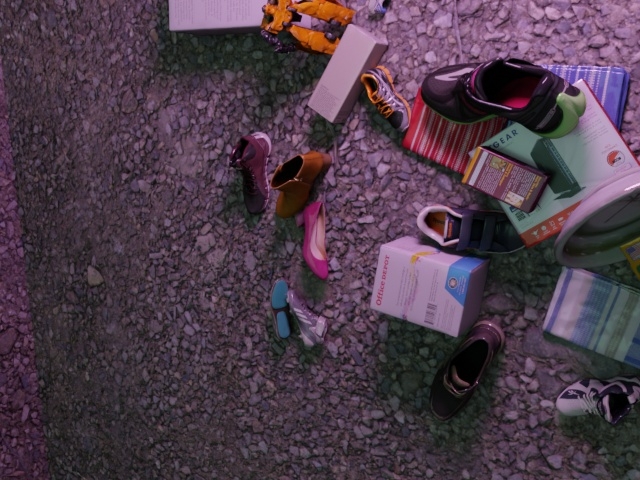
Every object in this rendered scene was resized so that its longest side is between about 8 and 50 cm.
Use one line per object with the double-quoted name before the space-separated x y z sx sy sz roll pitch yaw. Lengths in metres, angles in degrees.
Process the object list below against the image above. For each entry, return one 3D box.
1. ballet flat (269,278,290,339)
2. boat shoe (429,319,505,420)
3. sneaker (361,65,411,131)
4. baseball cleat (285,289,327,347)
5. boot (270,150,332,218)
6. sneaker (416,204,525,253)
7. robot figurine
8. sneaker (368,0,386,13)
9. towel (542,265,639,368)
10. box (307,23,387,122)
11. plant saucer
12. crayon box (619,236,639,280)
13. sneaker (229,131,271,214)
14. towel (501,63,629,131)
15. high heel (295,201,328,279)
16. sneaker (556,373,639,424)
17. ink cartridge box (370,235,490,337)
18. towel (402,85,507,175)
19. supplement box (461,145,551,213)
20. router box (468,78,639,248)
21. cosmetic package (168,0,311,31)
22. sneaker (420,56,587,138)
"ballet flat" -0.146 0.234 2.283 0.068 0.072 0.213 5 101 61
"boat shoe" 0.405 0.387 1.947 0.132 0.130 0.355 32 114 22
"sneaker" 0.187 -0.408 1.947 0.084 0.083 0.214 -41 74 48
"baseball cleat" -0.040 0.252 2.231 0.110 0.072 0.205 -21 90 16
"boot" -0.102 -0.171 2.094 0.104 0.211 0.295 49 119 15
"sneaker" 0.422 -0.029 1.867 0.321 0.127 0.126 9 102 27
"robot figurine" -0.048 -0.636 1.933 0.085 0.291 0.211 43 120 49
"sneaker" 0.182 -0.723 1.928 0.058 0.052 0.135 19 116 16
"towel" 0.752 0.203 1.768 0.285 0.034 0.209 23 110 25
"box" 0.079 -0.495 1.998 0.113 0.094 0.275 40 116 18
"plant saucer" 0.725 -0.073 1.556 0.400 0.401 0.100 -36 55 30
"crayon box" 0.892 0.090 1.595 0.203 0.083 0.322 -32 95 26
"sneaker" -0.249 -0.217 2.200 0.107 0.163 0.281 10 103 29
"towel" 0.614 -0.339 1.753 0.336 0.040 0.243 12 107 30
"high heel" 0.000 0.000 2.144 0.117 0.082 0.244 -27 72 41
"sneaker" 0.725 0.428 1.754 0.235 0.153 0.094 -17 88 31
"ink cartridge box" 0.314 0.123 1.913 0.270 0.197 0.198 17 108 27
"towel" 0.370 -0.305 1.884 0.275 0.031 0.198 29 117 27
"supplement box" 0.471 -0.156 1.687 0.188 0.081 0.104 29 111 21
"router box" 0.602 -0.190 1.706 0.335 0.082 0.301 -34 83 29
"cosmetic package" -0.260 -0.778 2.104 0.454 0.161 0.229 8 103 29
"sneaker" 0.427 -0.389 1.662 0.483 0.202 0.185 22 83 51
